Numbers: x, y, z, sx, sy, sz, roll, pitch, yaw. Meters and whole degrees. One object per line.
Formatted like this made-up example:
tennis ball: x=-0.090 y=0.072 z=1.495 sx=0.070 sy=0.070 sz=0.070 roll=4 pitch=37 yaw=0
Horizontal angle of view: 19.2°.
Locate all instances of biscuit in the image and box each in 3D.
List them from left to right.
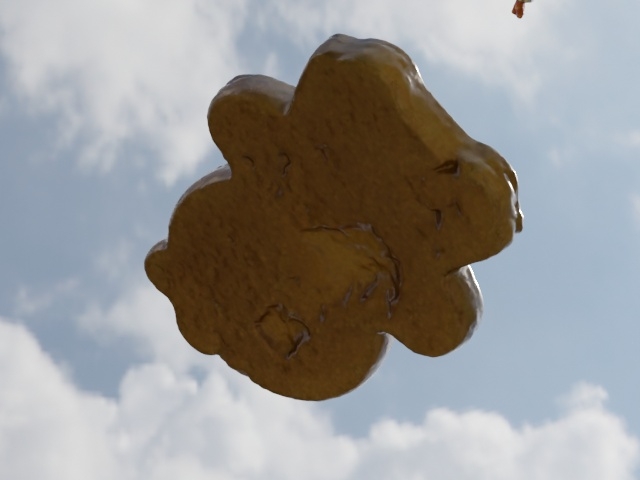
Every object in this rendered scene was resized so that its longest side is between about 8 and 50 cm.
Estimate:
biscuit: x=0.001 y=-0.001 z=0.999 sx=0.184 sy=0.035 sz=0.249 roll=45 pitch=-46 yaw=4

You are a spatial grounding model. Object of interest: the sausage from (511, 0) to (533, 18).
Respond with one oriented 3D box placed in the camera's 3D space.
sausage: x=0.155 y=-0.245 z=1.154 sx=0.071 sy=0.071 sz=0.234 roll=11 pitch=-64 yaw=-10
